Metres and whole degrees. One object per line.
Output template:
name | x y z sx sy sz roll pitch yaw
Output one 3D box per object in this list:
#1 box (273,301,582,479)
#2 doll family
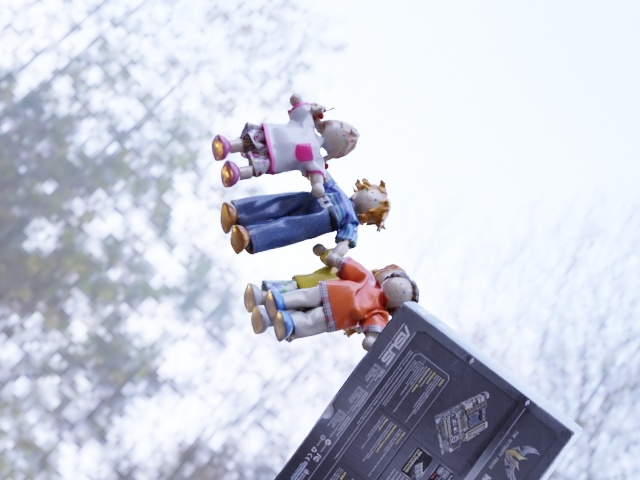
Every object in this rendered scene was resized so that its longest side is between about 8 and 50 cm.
box | 0.079 0.196 1.492 0.183 0.231 0.056 36 6 14
doll family | 0.000 0.000 1.638 0.118 0.163 0.263 118 -42 -58
